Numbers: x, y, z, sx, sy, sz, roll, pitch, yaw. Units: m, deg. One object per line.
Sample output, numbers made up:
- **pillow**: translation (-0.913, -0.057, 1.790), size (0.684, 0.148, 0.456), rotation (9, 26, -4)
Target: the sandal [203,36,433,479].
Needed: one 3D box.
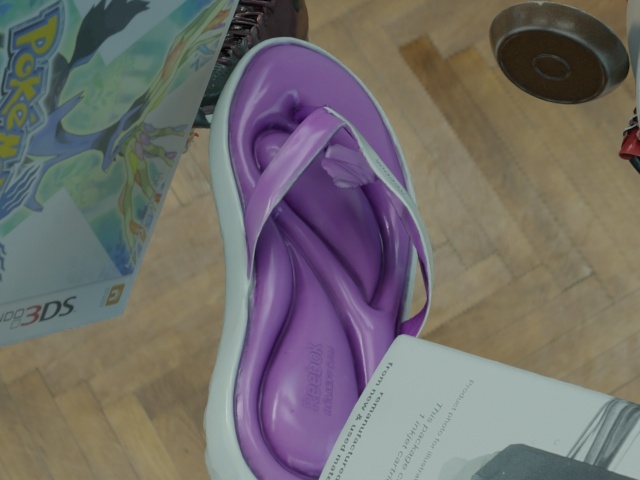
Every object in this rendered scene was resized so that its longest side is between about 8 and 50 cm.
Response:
- **sandal**: translation (0.014, 0.004, 0.852), size (0.169, 0.102, 0.416), rotation (18, 50, -23)

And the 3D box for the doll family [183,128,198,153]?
- **doll family**: translation (-0.239, -0.149, 1.360), size (0.163, 0.118, 0.263), rotation (-37, 29, -27)

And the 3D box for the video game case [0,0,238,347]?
- **video game case**: translation (-0.188, -0.069, 0.886), size (0.036, 0.300, 0.329), rotation (29, 108, 21)

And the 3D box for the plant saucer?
- **plant saucer**: translation (0.271, -0.209, 1.436), size (0.168, 0.168, 0.029), rotation (20, 63, 8)

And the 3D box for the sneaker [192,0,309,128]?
- **sneaker**: translation (-0.094, -0.209, 1.224), size (0.106, 0.281, 0.162), rotation (7, 110, 23)

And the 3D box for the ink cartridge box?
- **ink cartridge box**: translation (0.116, 0.115, 0.381), size (0.158, 0.218, 0.092), rotation (32, 81, -29)

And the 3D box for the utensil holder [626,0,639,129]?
- **utensil holder**: translation (0.433, -0.176, 1.102), size (0.327, 0.385, 0.328), rotation (3, 109, 9)

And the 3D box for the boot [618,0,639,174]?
- **boot**: translation (0.391, -0.191, 1.455), size (0.176, 0.088, 0.244), rotation (-36, 105, -27)
